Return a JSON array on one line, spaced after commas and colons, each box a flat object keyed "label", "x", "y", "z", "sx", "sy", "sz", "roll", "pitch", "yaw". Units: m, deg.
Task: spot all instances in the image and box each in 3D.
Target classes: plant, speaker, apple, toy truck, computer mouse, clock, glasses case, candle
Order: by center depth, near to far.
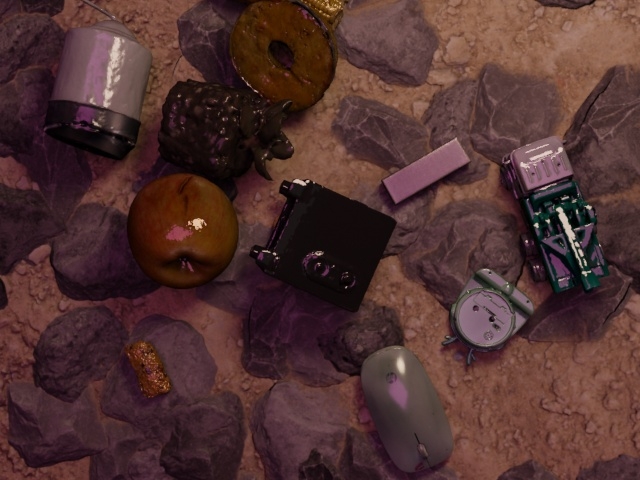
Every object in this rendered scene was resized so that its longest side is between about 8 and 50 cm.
[{"label": "toy truck", "x": 0.527, "y": -0.052, "z": 1.759, "sx": 0.176, "sy": 0.178, "sz": 0.364, "roll": -19, "pitch": 81, "yaw": 4}, {"label": "speaker", "x": 0.000, "y": 0.000, "z": 1.774, "sx": 0.253, "sy": 0.184, "sz": 0.232, "roll": 25, "pitch": 88, "yaw": -12}, {"label": "computer mouse", "x": 0.193, "y": 0.382, "z": 1.795, "sx": 0.159, "sy": 0.097, "sz": 0.289, "roll": -22, "pitch": 82, "yaw": 2}, {"label": "apple", "x": -0.310, "y": -0.013, "z": 1.797, "sx": 0.264, "sy": 0.264, "sz": 0.265, "roll": -1, "pitch": 85, "yaw": 6}, {"label": "clock", "x": 0.373, "y": 0.182, "z": 1.808, "sx": 0.159, "sy": 0.066, "sz": 0.211, "roll": 36, "pitch": 90, "yaw": 9}, {"label": "plant", "x": -0.200, "y": -0.248, "z": 1.824, "sx": 0.312, "sy": 0.213, "sz": 0.215, "roll": 10, "pitch": 105, "yaw": 10}, {"label": "glasses case", "x": 0.247, "y": -0.162, "z": 1.860, "sx": 0.204, "sy": 0.047, "sz": 0.071, "roll": -30, "pitch": 87, "yaw": 2}, {"label": "candle", "x": -0.515, "y": -0.377, "z": 1.877, "sx": 0.221, "sy": 0.221, "sz": 0.343, "roll": 12, "pitch": 85, "yaw": 7}]

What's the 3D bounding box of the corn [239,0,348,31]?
[{"label": "corn", "x": -0.099, "y": -0.604, "z": 1.897, "sx": 0.344, "sy": 0.131, "sz": 0.131, "roll": 23, "pitch": 88, "yaw": 6}]

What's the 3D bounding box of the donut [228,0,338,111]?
[{"label": "donut", "x": -0.076, "y": -0.442, "z": 1.851, "sx": 0.271, "sy": 0.107, "sz": 0.272, "roll": 8, "pitch": 113, "yaw": 18}]

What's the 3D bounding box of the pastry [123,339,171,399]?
[{"label": "pastry", "x": -0.411, "y": 0.305, "z": 1.888, "sx": 0.079, "sy": 0.056, "sz": 0.140, "roll": -21, "pitch": 90, "yaw": 11}]

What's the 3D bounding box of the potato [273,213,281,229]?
[{"label": "potato", "x": -0.079, "y": -0.024, "z": 1.882, "sx": 0.068, "sy": 0.062, "sz": 0.083, "roll": 1, "pitch": 107, "yaw": 23}]
